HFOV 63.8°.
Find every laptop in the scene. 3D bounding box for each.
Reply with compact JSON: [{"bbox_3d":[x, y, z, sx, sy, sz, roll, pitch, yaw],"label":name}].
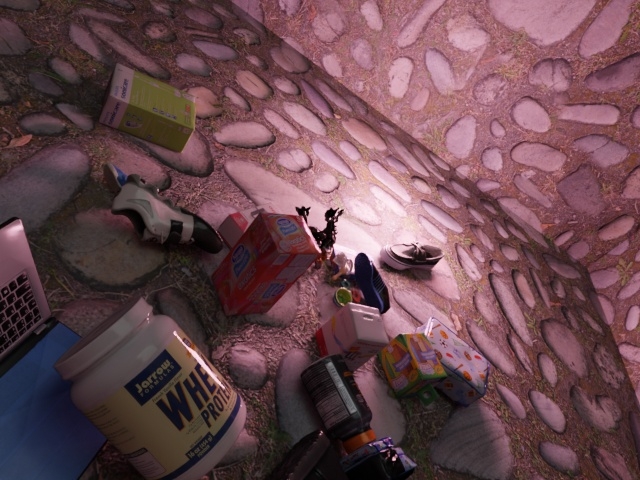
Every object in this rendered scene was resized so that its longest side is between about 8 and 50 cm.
[{"bbox_3d":[-0.549,0.234,0.938,0.237,0.407,0.382,9,32,12],"label":"laptop"}]

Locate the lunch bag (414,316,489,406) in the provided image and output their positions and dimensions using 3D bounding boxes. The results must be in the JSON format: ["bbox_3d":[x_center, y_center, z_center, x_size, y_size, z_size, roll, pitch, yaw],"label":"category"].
[{"bbox_3d":[0.460,0.425,1.819,0.303,0.115,0.243,40,32,0],"label":"lunch bag"}]

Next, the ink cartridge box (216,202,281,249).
[{"bbox_3d":[-0.201,-0.024,1.683,0.158,0.092,0.218,50,33,11],"label":"ink cartridge box"}]

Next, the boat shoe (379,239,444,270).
[{"bbox_3d":[0.388,0.048,2.158,0.335,0.119,0.121,5,49,-42],"label":"boat shoe"}]

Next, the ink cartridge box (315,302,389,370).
[{"bbox_3d":[0.094,0.292,1.546,0.128,0.176,0.127,15,42,-33],"label":"ink cartridge box"}]

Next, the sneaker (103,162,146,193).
[{"bbox_3d":[-0.565,-0.170,1.513,0.152,0.058,0.085,51,41,6],"label":"sneaker"}]

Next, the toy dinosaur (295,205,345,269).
[{"bbox_3d":[0.000,0.000,1.741,0.165,0.218,0.322,0,12,-10],"label":"toy dinosaur"}]

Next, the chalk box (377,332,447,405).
[{"bbox_3d":[0.300,0.419,1.648,0.132,0.132,0.212,8,45,-40],"label":"chalk box"}]

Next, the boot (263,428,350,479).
[{"bbox_3d":[0.028,0.694,1.090,0.445,0.146,0.367,54,45,2],"label":"boot"}]

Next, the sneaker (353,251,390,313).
[{"bbox_3d":[0.189,0.154,1.857,0.091,0.082,0.232,0,73,-56],"label":"sneaker"}]

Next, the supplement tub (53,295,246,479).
[{"bbox_3d":[-0.328,0.296,1.012,0.324,0.236,0.235,53,32,-13],"label":"supplement tub"}]

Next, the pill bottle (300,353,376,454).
[{"bbox_3d":[0.054,0.441,1.383,0.131,0.130,0.245,-2,54,-46],"label":"pill bottle"}]

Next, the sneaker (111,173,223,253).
[{"bbox_3d":[-0.437,-0.031,1.457,0.331,0.122,0.146,35,55,-18],"label":"sneaker"}]

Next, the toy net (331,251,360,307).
[{"bbox_3d":[0.096,0.138,1.794,0.122,0.045,0.232,20,54,-24],"label":"toy net"}]

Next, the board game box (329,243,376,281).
[{"bbox_3d":[0.126,0.092,1.927,0.201,0.035,0.136,18,41,-31],"label":"board game box"}]

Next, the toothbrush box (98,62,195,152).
[{"bbox_3d":[-0.582,-0.450,1.755,0.284,0.122,0.206,19,40,-31],"label":"toothbrush box"}]

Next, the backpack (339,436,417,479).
[{"bbox_3d":[0.152,0.576,1.306,0.173,0.158,0.116,7,47,-50],"label":"backpack"}]

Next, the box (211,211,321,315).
[{"bbox_3d":[-0.157,0.070,1.435,0.154,0.300,0.142,2,50,-43],"label":"box"}]
